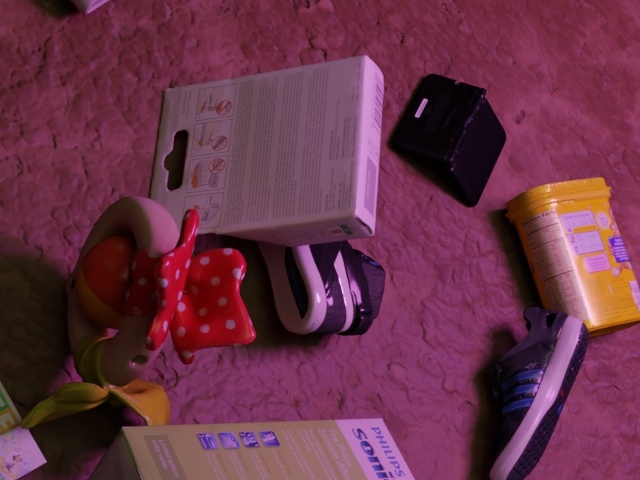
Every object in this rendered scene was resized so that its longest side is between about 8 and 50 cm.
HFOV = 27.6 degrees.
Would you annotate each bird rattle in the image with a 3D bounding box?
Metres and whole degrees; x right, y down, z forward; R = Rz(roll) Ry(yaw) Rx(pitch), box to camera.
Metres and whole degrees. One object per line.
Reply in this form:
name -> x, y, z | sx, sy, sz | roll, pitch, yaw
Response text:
bird rattle -> -0.166, 0.052, 1.099 | 0.143, 0.253, 0.207 | 5, 42, -29

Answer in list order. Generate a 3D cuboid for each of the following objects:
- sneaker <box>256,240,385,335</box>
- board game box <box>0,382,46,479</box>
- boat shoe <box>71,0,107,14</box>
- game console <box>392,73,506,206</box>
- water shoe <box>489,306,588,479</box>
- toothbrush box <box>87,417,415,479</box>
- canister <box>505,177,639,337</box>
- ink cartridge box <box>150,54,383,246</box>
sneaker -> 0.000, 0.000, 1.319 | 0.121, 0.079, 0.217 | 12, 58, -42
board game box -> -0.314, 0.146, 1.090 | 0.103, 0.026, 0.154 | -29, 85, -36
boat shoe -> -0.156, -0.310, 1.346 | 0.267, 0.096, 0.088 | -31, 90, -35
game console -> 0.149, -0.116, 1.487 | 0.107, 0.071, 0.122 | 19, 54, 13
water shoe -> 0.212, 0.165, 1.373 | 0.080, 0.073, 0.203 | 19, 66, 27
toothbrush box -> -0.036, 0.264, 1.073 | 0.283, 0.122, 0.206 | 3, 44, -40
canister -> 0.291, 0.023, 1.470 | 0.126, 0.073, 0.170 | -8, 74, -32
ink cartridge box -> -0.053, -0.079, 1.268 | 0.056, 0.224, 0.181 | 47, 42, -53
